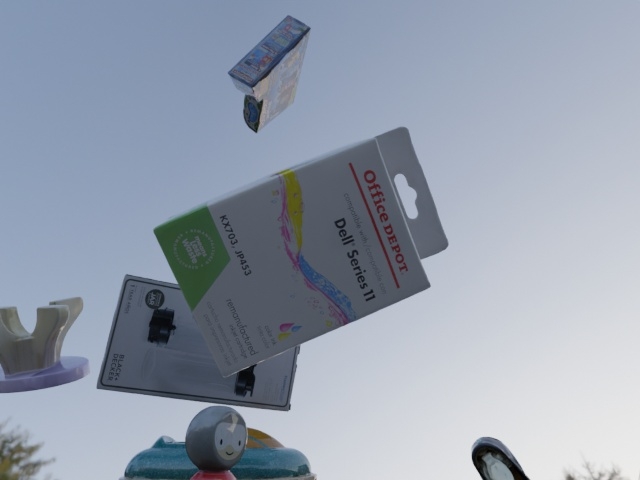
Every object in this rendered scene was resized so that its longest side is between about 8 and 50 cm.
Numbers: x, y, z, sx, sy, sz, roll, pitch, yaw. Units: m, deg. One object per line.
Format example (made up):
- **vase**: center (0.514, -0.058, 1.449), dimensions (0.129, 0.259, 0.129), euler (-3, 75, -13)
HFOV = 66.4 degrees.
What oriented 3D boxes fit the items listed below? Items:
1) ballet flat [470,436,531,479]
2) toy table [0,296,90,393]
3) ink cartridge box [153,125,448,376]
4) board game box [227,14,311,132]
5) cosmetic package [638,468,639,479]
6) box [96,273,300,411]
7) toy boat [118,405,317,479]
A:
- **ballet flat**: center (0.270, 0.354, 0.646), dimensions (0.074, 0.203, 0.074), euler (-21, -38, -18)
- **toy table**: center (-0.618, 0.218, 1.036), dimensions (0.275, 0.252, 0.160), euler (-6, -89, 17)
- **ink cartridge box**: center (0.000, 0.000, 0.633), dimensions (0.354, 0.119, 0.207), euler (-24, -80, -4)
- **board game box**: center (-0.112, -0.326, 0.996), dimensions (0.060, 0.194, 0.194), euler (34, -38, 9)
- **cosmetic package**: center (0.346, 0.094, 0.245), dimensions (0.285, 0.377, 0.097), euler (21, -62, 30)
- **box**: center (-0.181, 0.166, 0.774), dimensions (0.290, 0.169, 0.087), euler (13, -14, -21)
- **toy boat**: center (-0.129, 0.295, 0.629), dimensions (0.268, 0.148, 0.318), euler (3, -21, -8)
